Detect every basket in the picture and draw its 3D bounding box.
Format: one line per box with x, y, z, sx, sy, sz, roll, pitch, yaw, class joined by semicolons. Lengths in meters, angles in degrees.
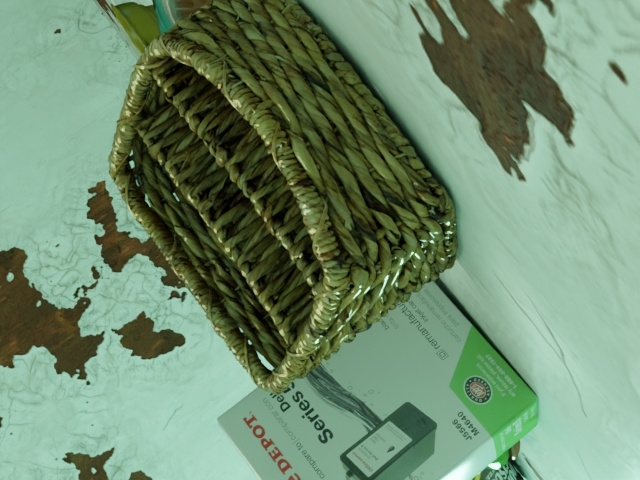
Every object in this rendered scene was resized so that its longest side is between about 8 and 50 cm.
-0.053;-0.051;0.892;0.299;0.223;0.213;54;175;19;basket

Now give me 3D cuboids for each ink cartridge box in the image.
0.061;0.192;1.090;0.198;0.273;0.115;49;173;24;ink cartridge box

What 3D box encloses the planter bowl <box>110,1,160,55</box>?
-0.219;-0.291;1.573;0.217;0.090;0.217;53;175;7;planter bowl

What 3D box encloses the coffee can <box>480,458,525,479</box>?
0.143;0.299;1.475;0.275;0.201;0.201;56;175;-16;coffee can

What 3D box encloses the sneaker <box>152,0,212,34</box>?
-0.095;-0.186;1.101;0.121;0.108;0.302;49;165;51;sneaker

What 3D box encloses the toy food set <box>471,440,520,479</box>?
0.202;0.221;1.254;0.218;0.071;0.128;73;-175;-68;toy food set

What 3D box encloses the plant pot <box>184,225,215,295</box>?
-0.124;0.003;1.655;0.188;0.187;0.167;65;-177;-60;plant pot
